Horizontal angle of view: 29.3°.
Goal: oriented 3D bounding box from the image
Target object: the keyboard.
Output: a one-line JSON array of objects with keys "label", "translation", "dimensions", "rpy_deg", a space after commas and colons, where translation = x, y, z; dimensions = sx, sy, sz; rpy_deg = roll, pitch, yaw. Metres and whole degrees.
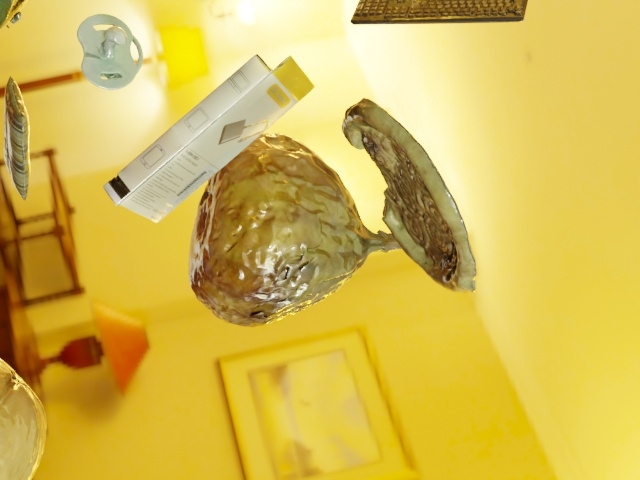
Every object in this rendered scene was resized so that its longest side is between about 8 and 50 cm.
[{"label": "keyboard", "translation": [0.135, -0.264, 1.389], "dimensions": [0.063, 0.198, 0.010], "rpy_deg": [-71, 157, -46]}]

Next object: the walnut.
[{"label": "walnut", "translation": [-0.422, 0.231, 1.394], "dimensions": [0.195, 0.222, 0.195], "rpy_deg": [42, 12, -11]}]

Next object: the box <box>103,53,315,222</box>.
[{"label": "box", "translation": [-0.120, -0.117, 1.362], "dimensions": [0.033, 0.247, 0.129], "rpy_deg": [51, 3, 15]}]

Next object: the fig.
[{"label": "fig", "translation": [0.000, 0.000, 1.767], "dimensions": [0.286, 0.368, 0.286], "rpy_deg": [-172, -90, -83]}]

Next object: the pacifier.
[{"label": "pacifier", "translation": [-0.377, -0.354, 2.240], "dimensions": [0.116, 0.127, 0.150], "rpy_deg": [146, -57, -59]}]

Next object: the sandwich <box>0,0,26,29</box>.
[{"label": "sandwich", "translation": [-0.583, -0.452, 1.885], "dimensions": [0.250, 0.162, 0.301], "rpy_deg": [-22, -78, 49]}]

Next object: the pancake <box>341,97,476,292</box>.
[{"label": "pancake", "translation": [0.093, -0.042, 1.236], "dimensions": [0.235, 0.029, 0.212], "rpy_deg": [62, -12, -24]}]

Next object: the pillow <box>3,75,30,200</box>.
[{"label": "pillow", "translation": [-0.531, -0.176, 2.139], "dimensions": [0.203, 0.038, 0.113], "rpy_deg": [102, -30, -46]}]
